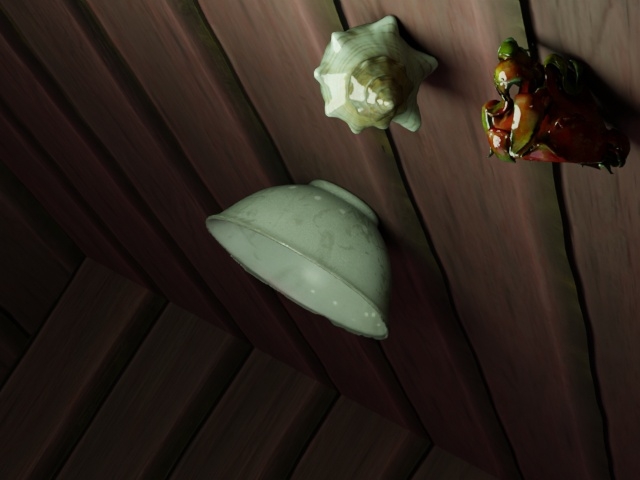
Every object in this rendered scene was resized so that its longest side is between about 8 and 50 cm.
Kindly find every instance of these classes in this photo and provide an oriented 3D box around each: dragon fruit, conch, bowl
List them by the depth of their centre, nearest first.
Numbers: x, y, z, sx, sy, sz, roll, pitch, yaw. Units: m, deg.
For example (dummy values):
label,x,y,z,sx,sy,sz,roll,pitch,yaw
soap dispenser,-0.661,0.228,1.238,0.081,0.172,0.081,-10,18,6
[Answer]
label,x,y,z,sx,sy,sz,roll,pitch,yaw
dragon fruit,0.225,-0.116,1.696,0.138,0.142,0.175,-3,119,24
conch,0.068,-0.178,1.859,0.137,0.114,0.234,43,-158,-2
bowl,0.000,0.000,2.542,0.313,0.146,0.313,30,165,9
